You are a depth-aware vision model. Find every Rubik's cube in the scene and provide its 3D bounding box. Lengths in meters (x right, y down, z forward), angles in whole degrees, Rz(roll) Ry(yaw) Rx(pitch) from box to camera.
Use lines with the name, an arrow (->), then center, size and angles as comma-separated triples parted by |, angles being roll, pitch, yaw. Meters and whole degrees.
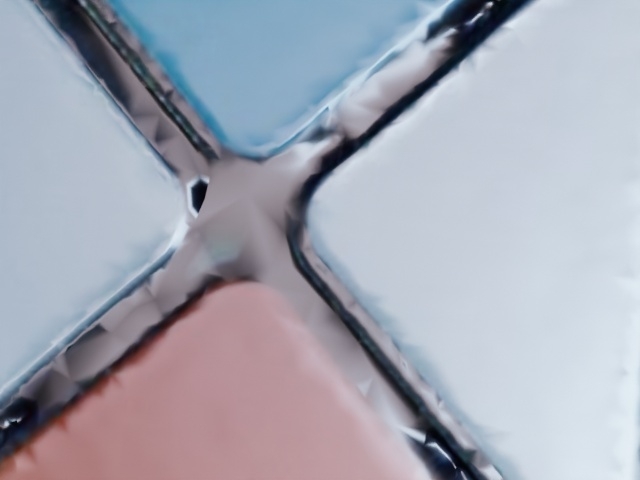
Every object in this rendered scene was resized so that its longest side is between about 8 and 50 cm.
Rubik's cube -> 0.001, 0.000, 0.597 | 0.250, 0.248, 0.247 | 4, 88, 11
